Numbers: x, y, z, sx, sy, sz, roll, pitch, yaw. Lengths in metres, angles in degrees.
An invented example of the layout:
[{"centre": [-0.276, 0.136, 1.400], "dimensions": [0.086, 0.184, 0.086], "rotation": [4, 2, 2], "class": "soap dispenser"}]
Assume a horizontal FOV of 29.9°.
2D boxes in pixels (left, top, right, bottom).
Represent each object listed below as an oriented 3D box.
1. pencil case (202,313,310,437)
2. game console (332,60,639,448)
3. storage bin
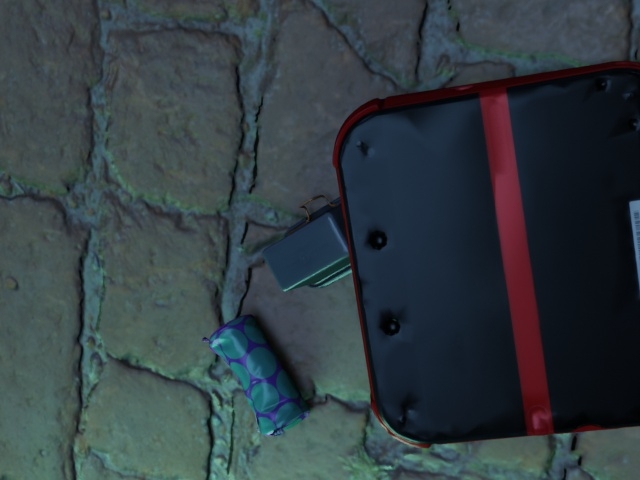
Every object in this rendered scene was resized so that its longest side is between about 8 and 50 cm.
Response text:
[{"centre": [-0.078, 0.168, 1.475], "dimensions": [0.070, 0.064, 0.152], "rotation": [-31, 85, 4], "class": "pencil case"}, {"centre": [0.199, 0.024, 1.272], "dimensions": [0.342, 0.060, 0.387], "rotation": [-8, 98, 9], "class": "game console"}, {"centre": [0.000, 0.000, 1.385], "dimensions": [0.135, 0.091, 0.098], "rotation": [-30, 86, 28], "class": "storage bin"}]
